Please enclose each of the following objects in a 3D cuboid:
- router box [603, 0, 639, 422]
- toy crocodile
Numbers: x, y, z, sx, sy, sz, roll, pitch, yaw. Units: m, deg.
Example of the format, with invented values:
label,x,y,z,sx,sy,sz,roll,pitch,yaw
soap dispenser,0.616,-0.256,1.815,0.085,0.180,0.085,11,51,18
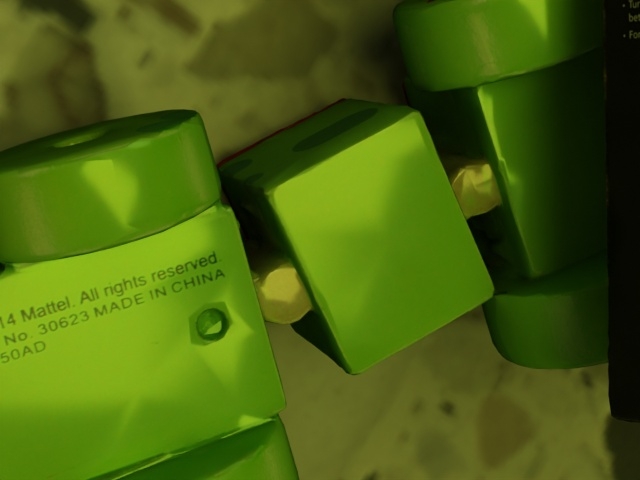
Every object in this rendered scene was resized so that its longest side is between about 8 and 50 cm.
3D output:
label,x,y,z,sx,sy,sz,roll,pitch,yaw
router box,0.198,-0.089,0.412,0.309,0.081,0.242,-9,100,-46
toy crocodile,0.000,0.000,0.394,0.341,0.105,0.115,-23,104,-15
